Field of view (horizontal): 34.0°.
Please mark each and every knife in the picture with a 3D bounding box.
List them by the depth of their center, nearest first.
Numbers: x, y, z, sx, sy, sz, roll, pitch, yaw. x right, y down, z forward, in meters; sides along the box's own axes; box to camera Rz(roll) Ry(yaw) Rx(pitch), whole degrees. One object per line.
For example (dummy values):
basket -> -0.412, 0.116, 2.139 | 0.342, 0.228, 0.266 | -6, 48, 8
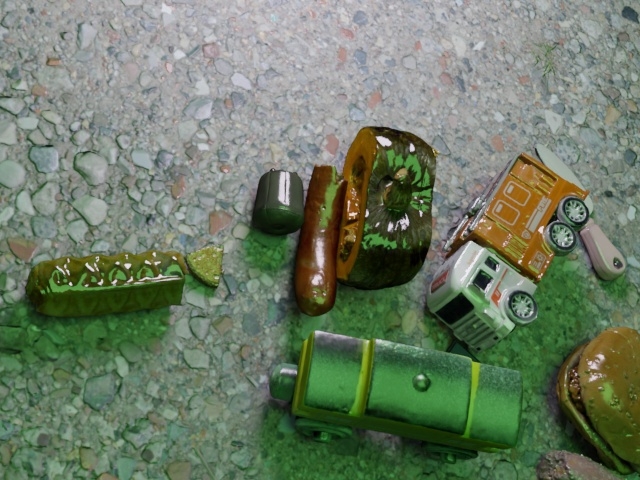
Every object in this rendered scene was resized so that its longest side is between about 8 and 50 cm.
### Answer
knife -> 0.563, -0.071, 2.252 | 0.081, 0.043, 0.336 | -19, 80, -34

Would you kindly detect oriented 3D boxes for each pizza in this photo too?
pizza -> -0.199, 0.040, 1.871 | 0.083, 0.025, 0.078 | 47, 65, -12

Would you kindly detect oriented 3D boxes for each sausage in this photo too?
sausage -> -0.001, 0.003, 1.929 | 0.076, 0.103, 0.302 | 11, 67, -9

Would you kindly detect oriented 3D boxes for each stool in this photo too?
stool -> -0.075, -0.071, 1.929 | 0.096, 0.096, 0.110 | 14, 62, -20

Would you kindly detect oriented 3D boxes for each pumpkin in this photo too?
pumpkin -> 0.122, -0.062, 1.941 | 0.139, 0.222, 0.317 | 18, 67, -19

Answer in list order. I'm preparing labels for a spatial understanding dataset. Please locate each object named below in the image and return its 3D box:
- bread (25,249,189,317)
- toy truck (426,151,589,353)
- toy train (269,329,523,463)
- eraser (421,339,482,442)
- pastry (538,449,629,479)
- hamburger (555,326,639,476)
bread -> -0.357, 0.072, 1.753 | 0.269, 0.098, 0.087 | -4, 33, -26
toy truck -> 0.357, 0.020, 2.055 | 0.207, 0.173, 0.387 | 37, 59, -2
toy train -> 0.139, 0.267, 1.785 | 0.442, 0.272, 0.179 | 12, 71, -8
eraser -> 0.233, 0.288, 1.980 | 0.082, 0.036, 0.225 | 43, 61, -4
pastry -> 0.546, 0.497, 2.012 | 0.265, 0.112, 0.103 | 40, 48, -10
hamburger -> 0.610, 0.319, 2.070 | 0.283, 0.144, 0.259 | 49, 48, -10
